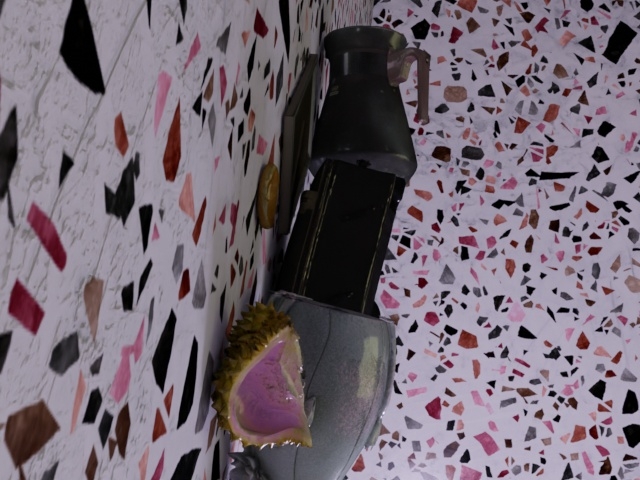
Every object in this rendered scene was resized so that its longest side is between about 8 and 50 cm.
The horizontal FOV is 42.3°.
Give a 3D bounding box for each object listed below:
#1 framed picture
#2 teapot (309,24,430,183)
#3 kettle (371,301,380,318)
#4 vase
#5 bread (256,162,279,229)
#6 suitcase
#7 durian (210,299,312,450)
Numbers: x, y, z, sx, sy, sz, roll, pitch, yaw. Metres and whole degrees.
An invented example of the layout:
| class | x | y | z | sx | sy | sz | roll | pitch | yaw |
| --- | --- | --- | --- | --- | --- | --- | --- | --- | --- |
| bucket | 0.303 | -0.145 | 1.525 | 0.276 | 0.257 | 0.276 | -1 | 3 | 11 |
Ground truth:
| class | x | y | z | sx | sy | sz | roll | pitch | yaw |
| --- | --- | --- | --- | --- | --- | --- | --- | --- | --- |
| framed picture | -0.041 | -0.198 | 1.630 | 0.335 | 0.022 | 0.247 | -76 | 172 | -58 |
| teapot | 0.115 | -0.298 | 1.887 | 0.253 | 0.300 | 0.344 | 10 | 78 | -50 |
| kettle | 0.018 | 0.268 | 2.230 | 0.207 | 0.250 | 0.271 | -31 | 144 | -44 |
| vase | -0.028 | 0.316 | 1.322 | 0.250 | 0.249 | 0.446 | 23 | 80 | -85 |
| bread | -0.082 | -0.071 | 1.318 | 0.110 | 0.024 | 0.110 | 8 | 90 | -86 |
| suitcase | 0.025 | 0.053 | 1.595 | 0.283 | 0.194 | 0.434 | 80 | 25 | -88 |
| durian | -0.079 | 0.191 | 1.130 | 0.182 | 0.132 | 0.165 | 72 | 12 | -52 |
